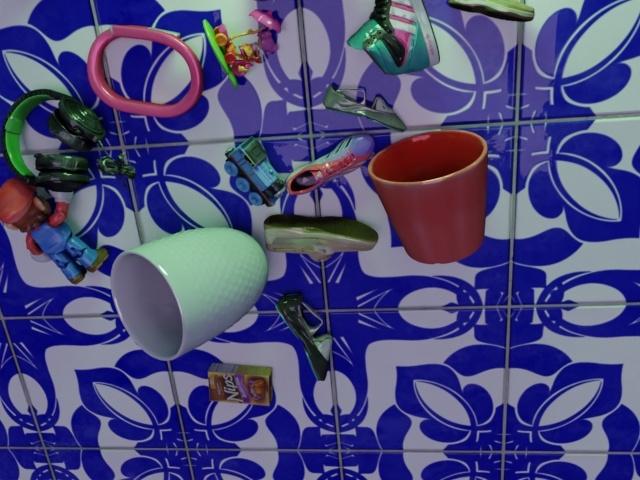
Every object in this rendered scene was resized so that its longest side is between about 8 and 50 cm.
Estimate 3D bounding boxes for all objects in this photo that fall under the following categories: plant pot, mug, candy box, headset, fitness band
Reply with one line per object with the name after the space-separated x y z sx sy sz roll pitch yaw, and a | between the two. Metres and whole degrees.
0.270 -0.094 1.358 0.275 0.275 0.243 -12 119 11 | plant pot
-0.337 0.097 1.465 0.374 0.328 0.276 11 114 37 | mug
-0.240 0.432 1.730 0.187 0.053 0.109 4 113 6 | candy box
-0.629 -0.229 1.412 0.394 0.185 0.243 22 96 13 | headset
-0.428 -0.411 1.409 0.291 0.054 0.209 10 113 4 | fitness band

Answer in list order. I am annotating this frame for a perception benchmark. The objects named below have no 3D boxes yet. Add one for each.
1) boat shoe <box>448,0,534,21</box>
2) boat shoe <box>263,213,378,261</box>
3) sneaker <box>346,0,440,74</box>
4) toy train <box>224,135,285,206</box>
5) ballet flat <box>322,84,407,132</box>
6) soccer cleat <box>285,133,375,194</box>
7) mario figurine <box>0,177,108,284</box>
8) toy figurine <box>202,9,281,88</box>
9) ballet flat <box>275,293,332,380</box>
0.382 -0.532 1.263 0.190 0.068 0.072 15 101 1 | boat shoe
0.000 0.000 1.502 0.302 0.109 0.098 5 118 10 | boat shoe
0.133 -0.497 1.278 0.178 0.124 0.295 -24 109 5 | sneaker
-0.162 -0.167 1.450 0.105 0.080 0.184 -26 109 43 | toy train
0.112 -0.319 1.376 0.213 0.072 0.068 17 109 0 | ballet flat
0.024 -0.182 1.427 0.248 0.095 0.083 -26 107 16 | soccer cleat
-0.731 -0.044 1.578 0.198 0.170 0.320 -47 116 -22 | mario figurine
-0.162 -0.459 1.339 0.159 0.130 0.173 -22 130 5 | toy figurine
-0.024 0.270 1.621 0.096 0.095 0.280 -27 107 3 | ballet flat
